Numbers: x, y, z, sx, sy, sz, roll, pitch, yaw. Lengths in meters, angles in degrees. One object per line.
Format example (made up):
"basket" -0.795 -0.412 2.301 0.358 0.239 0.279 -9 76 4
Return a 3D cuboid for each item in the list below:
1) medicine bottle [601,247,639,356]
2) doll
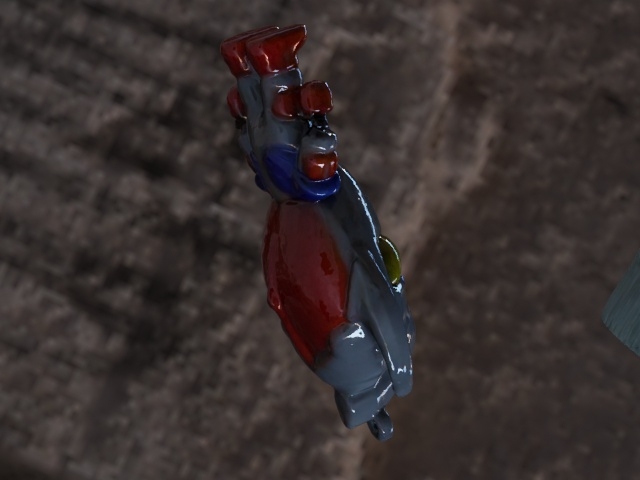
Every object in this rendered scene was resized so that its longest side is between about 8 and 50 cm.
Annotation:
"medicine bottle" 0.279 -0.060 0.961 0.318 0.158 0.158 -61 -167 11
"doll" 0.000 0.000 0.888 0.104 0.195 0.062 -4 -163 47
